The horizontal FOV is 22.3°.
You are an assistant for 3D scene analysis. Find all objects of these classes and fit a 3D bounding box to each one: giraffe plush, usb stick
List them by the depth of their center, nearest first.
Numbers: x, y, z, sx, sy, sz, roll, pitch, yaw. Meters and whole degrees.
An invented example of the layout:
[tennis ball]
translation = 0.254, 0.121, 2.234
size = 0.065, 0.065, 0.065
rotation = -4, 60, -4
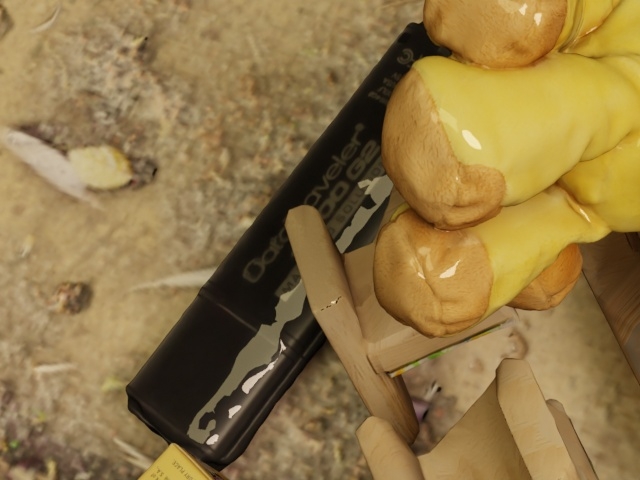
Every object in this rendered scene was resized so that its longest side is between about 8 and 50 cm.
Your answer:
[giraffe plush]
translation = 0.141, -0.036, 0.622
size = 0.171, 0.181, 0.210
rotation = 21, 34, 25
[usb stick]
translation = 0.000, 0.000, 0.875
size = 0.077, 0.045, 0.278
rotation = 33, 82, 29

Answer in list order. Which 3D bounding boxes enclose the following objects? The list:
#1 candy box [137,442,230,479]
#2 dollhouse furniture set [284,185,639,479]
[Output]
[candy box]
translation = -0.103, 0.194, 0.798
size = 0.186, 0.109, 0.053
rotation = -46, 65, -3
[dollhouse furniture set]
translation = 0.231, 0.118, 0.719
size = 0.362, 0.256, 0.394
rotation = -24, 46, 5
